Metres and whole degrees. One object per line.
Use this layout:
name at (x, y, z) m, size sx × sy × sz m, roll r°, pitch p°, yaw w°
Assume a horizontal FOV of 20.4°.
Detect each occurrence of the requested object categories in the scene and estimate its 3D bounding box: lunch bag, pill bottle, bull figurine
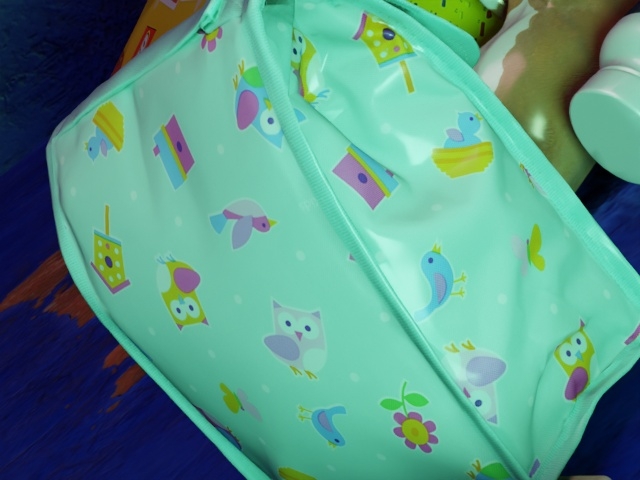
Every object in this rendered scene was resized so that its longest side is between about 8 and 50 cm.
lunch bag at (0.000, 0.000, 0.876) m, size 0.160 × 0.262 × 0.223 m, roll -46°, pitch 12°, yaw -34°
pill bottle at (0.224, -0.112, 1.041) m, size 0.169 × 0.094 × 0.094 m, roll -44°, pitch 16°, yaw -23°
bull figurine at (0.134, -0.113, 1.116) m, size 0.310 × 0.188 × 0.101 m, roll -51°, pitch -4°, yaw -27°

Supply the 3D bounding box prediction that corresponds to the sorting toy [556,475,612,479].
sorting toy at (0.088, 0.134, 0.778) m, size 0.083 × 0.012 × 0.062 m, roll -43°, pitch 14°, yaw -21°

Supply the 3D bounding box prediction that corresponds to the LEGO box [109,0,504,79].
LEGO box at (0.034, -0.255, 1.343) m, size 0.500 × 0.193 × 0.372 m, roll -63°, pitch 15°, yaw 4°
